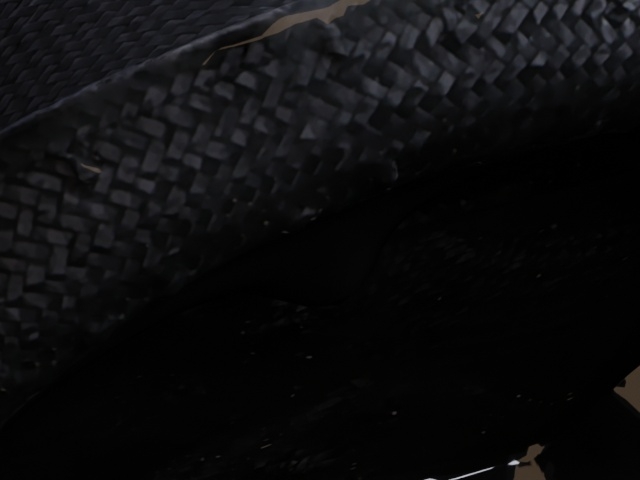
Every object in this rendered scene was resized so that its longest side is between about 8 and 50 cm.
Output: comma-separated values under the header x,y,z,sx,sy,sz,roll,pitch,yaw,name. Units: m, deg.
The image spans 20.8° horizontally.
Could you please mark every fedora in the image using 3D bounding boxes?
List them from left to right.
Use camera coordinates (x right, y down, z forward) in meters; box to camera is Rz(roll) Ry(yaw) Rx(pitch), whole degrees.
x,y,z,sx,sy,sz,roll,pitch,yaw,name
0.000,0.000,0.460,0.334,0.334,0.152,-9,52,-28,fedora
